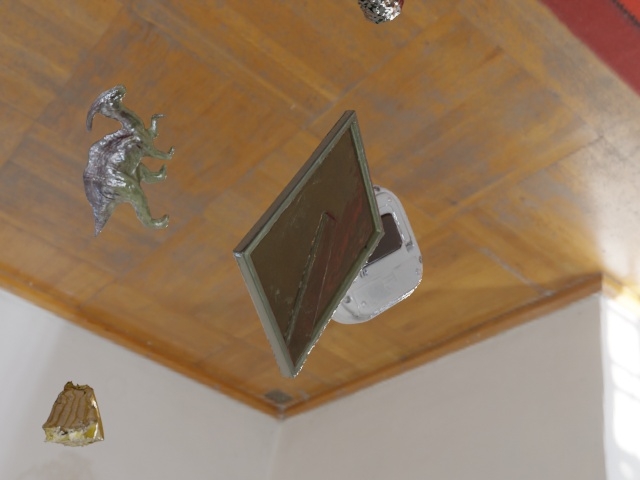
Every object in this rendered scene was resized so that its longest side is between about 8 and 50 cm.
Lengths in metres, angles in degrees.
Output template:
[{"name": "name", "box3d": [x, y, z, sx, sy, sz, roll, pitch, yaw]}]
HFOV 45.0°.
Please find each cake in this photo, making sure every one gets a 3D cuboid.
[{"name": "cake", "box3d": [-0.361, 0.253, 1.159, 0.079, 0.116, 0.185, -6, 159, -2]}]

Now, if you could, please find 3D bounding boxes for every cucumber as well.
[{"name": "cucumber", "box3d": [0.070, -0.341, 0.970, 0.062, 0.078, 0.211, -3, 178, 10]}]

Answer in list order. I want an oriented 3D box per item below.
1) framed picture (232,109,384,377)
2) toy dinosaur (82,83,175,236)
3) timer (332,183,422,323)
[{"name": "framed picture", "box3d": [0.000, 0.000, 1.138, 0.022, 0.335, 0.247, 9, 135, 29]}, {"name": "toy dinosaur", "box3d": [-0.359, -0.141, 1.439, 0.162, 0.077, 0.294, 1, 103, -23]}, {"name": "timer", "box3d": [0.082, 0.022, 1.471, 0.087, 0.262, 0.237, -13, 100, 49]}]
